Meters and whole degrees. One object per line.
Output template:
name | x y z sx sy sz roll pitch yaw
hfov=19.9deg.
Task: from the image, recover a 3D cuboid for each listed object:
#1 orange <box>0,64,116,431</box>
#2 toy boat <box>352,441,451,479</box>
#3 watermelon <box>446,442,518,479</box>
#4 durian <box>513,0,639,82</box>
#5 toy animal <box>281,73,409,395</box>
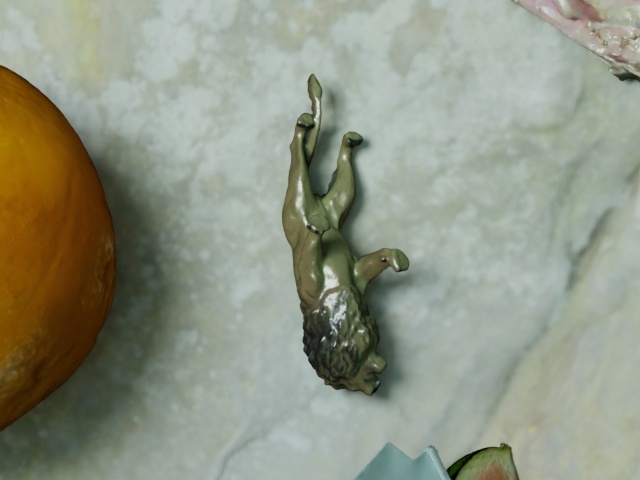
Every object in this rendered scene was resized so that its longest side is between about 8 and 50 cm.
orange | -0.260 0.006 1.162 0.261 0.261 0.261 -1 84 11
toy boat | 0.102 0.253 1.103 0.220 0.067 0.291 -31 104 -16
watermelon | 0.088 0.217 1.184 0.069 0.087 0.163 -18 76 46
durian | 0.216 -0.233 1.184 0.305 0.185 0.196 27 66 20
toy animal | 0.008 -0.007 1.205 0.069 0.086 0.220 2 76 -28
